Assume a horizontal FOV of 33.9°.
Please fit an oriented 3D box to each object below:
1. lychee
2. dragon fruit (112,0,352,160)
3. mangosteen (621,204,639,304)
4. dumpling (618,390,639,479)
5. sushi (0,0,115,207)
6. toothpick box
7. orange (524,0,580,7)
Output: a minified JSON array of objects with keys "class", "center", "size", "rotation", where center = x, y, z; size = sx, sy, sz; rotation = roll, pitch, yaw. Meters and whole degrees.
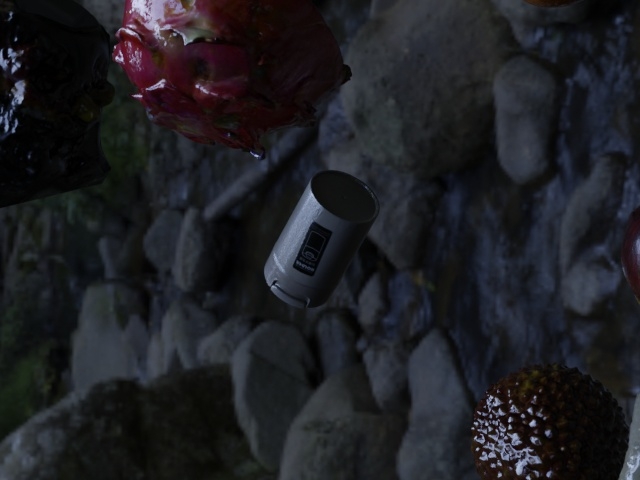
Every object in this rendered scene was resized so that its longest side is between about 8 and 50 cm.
[{"class":"lychee","center":[0.328,0.294,1.491],"size":[0.271,0.236,0.235],"rotation":[-55,-26,-75]},{"class":"dragon fruit","center":[-0.158,-0.276,1.546],"size":[0.249,0.371,0.386],"rotation":[-54,9,-13]},{"class":"mangosteen","center":[0.333,0.039,0.926],"size":[0.156,0.146,0.181],"rotation":[-126,49,-63]},{"class":"dumpling","center":[0.297,0.060,0.780],"size":[0.086,0.166,0.332],"rotation":[-125,35,-60]},{"class":"sushi","center":[-0.272,-0.152,0.965],"size":[0.172,0.153,0.150],"rotation":[46,119,12]},{"class":"toothpick box","center":[0.000,0.000,1.502],"size":[0.111,0.111,0.180],"rotation":[-105,34,-43]},{"class":"orange","center":[0.411,-0.535,1.829],"size":[0.261,0.261,0.261],"rotation":[-176,90,-71]}]
